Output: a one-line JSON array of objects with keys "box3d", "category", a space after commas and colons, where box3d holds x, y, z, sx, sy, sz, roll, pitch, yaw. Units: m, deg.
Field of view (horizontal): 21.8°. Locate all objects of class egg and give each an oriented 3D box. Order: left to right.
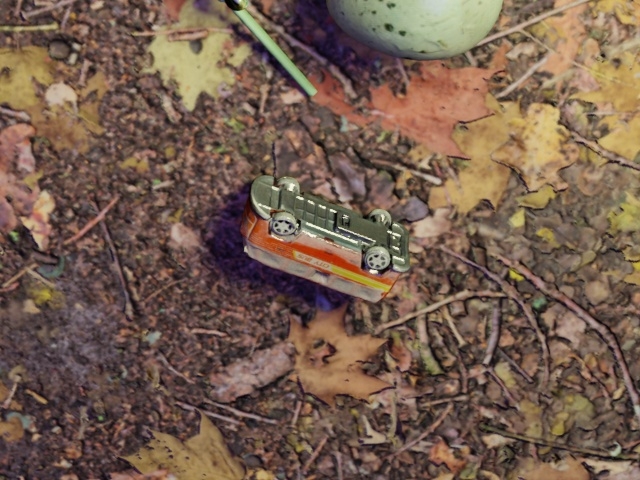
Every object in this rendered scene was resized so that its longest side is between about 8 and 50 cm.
[{"box3d": [0.085, -0.226, 1.516, 0.164, 0.131, 0.131, -6, 119, 10], "category": "egg"}]

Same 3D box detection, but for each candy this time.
[{"box3d": [-0.094, -0.231, 1.553, 0.084, 0.078, 0.288, -34, 122, 12], "category": "candy"}]

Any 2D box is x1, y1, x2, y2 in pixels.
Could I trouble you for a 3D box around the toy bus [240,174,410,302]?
[{"box3d": [0.000, 0.000, 1.670, 0.174, 0.079, 0.077, 19, 126, -12], "category": "toy bus"}]
